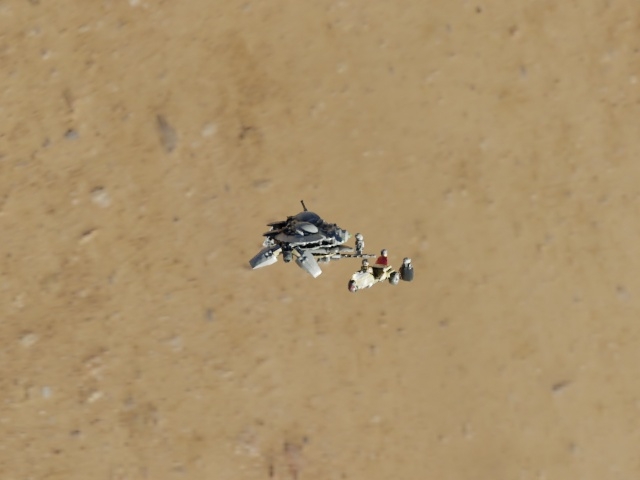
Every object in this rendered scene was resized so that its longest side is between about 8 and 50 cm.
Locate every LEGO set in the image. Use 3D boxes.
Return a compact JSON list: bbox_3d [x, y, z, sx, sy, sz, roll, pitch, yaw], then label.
[{"bbox_3d":[0.003,0.000,0.626,0.054,0.083,0.023,-19,112,-51],"label":"LEGO set"}]
